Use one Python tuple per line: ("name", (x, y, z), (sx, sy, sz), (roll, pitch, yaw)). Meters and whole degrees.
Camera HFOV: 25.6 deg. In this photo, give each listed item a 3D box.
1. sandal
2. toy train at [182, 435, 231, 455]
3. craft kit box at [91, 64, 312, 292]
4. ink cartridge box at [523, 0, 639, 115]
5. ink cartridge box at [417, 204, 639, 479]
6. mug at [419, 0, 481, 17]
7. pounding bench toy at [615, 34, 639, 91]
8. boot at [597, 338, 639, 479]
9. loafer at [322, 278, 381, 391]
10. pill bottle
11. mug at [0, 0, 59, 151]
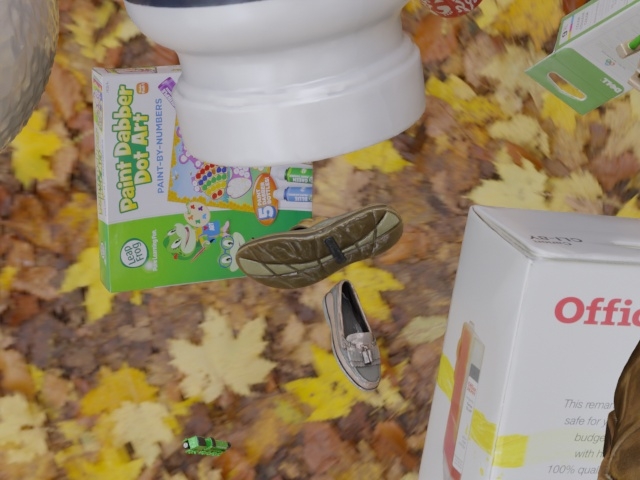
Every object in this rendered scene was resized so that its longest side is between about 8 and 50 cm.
("sandal", (0.000, 0.000, 1.469), (0.180, 0.049, 0.072), (-20, 123, 11))
("toy train", (-0.125, 0.228, 1.564), (0.023, 0.083, 0.017), (-24, 71, 19))
("craft kit box", (-0.129, -0.077, 1.589), (0.246, 0.061, 0.250), (-6, 108, -18))
("ink cartridge box", (0.363, -0.243, 1.725), (0.109, 0.209, 0.062), (32, 55, -23))
("ink cartridge box", (0.252, 0.174, 1.273), (0.279, 0.160, 0.385), (4, 107, -17))
("mug", (0.141, -0.343, 1.615), (0.150, 0.169, 0.113), (-36, 60, 12))
("pounding bench toy", (0.283, -0.158, 1.156), (0.052, 0.065, 0.083), (-33, 59, -26))
("boot", (0.200, 0.080, 0.714), (0.112, 0.305, 0.115), (8, 94, 3))
("loafer", (0.035, 0.099, 1.487), (0.039, 0.045, 0.125), (-59, 43, 45))
("pill bottle", (-0.030, -0.177, 0.659), (0.153, 0.153, 0.265), (-6, 113, 11))
("mug", (-0.395, -0.196, 1.136), (0.374, 0.328, 0.276), (34, 99, -17))
